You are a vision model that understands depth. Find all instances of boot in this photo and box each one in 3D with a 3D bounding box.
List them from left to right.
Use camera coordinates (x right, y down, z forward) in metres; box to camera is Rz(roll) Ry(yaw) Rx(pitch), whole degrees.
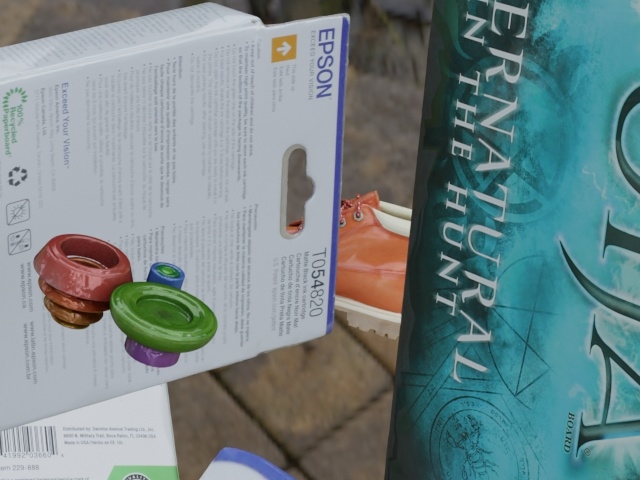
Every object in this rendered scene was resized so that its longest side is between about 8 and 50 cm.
[{"bbox_3d":[0.000,0.000,1.202,0.158,0.084,0.059,15,21,-11],"label":"boot"}]

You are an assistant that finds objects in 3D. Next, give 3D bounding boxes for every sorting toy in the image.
[{"bbox_3d":[-0.092,0.036,0.913,0.102,0.042,0.061,34,28,30],"label":"sorting toy"}]

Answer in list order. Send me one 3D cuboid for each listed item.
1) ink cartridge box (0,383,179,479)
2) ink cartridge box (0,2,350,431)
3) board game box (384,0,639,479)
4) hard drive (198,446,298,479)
[{"bbox_3d":[-0.267,0.167,1.936,0.211,0.121,0.289,4,65,-28],"label":"ink cartridge box"},{"bbox_3d":[-0.094,-0.018,1.074,0.224,0.223,0.045,-14,36,-26],"label":"ink cartridge box"},{"bbox_3d":[0.072,-0.012,0.391,0.026,0.186,0.126,-13,25,-41],"label":"board game box"},{"bbox_3d":[0.109,0.182,0.609,0.210,0.319,0.040,33,85,41],"label":"hard drive"}]
